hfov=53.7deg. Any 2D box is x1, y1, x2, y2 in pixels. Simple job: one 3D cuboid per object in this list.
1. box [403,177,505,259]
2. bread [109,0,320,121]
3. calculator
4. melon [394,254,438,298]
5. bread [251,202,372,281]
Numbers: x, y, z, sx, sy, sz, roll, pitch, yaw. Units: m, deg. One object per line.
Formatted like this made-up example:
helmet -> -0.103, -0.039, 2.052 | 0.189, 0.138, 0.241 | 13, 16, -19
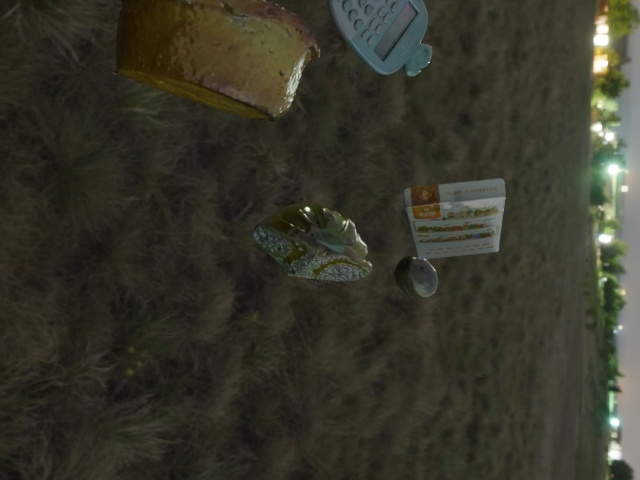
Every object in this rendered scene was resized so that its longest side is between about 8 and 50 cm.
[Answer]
box -> 0.182, -0.022, 0.856 | 0.220, 0.122, 0.032 | 55, 32, -68
bread -> -0.201, -0.375, 1.242 | 0.398, 0.398, 0.215 | 8, 99, -65
calculator -> 0.125, -0.446, 1.275 | 0.295, 0.042, 0.184 | 39, 84, -36
melon -> 0.239, 0.093, 1.572 | 0.130, 0.098, 0.098 | 47, 46, -32
bread -> -0.011, -0.009, 1.365 | 0.261, 0.158, 0.156 | 9, 64, -23
